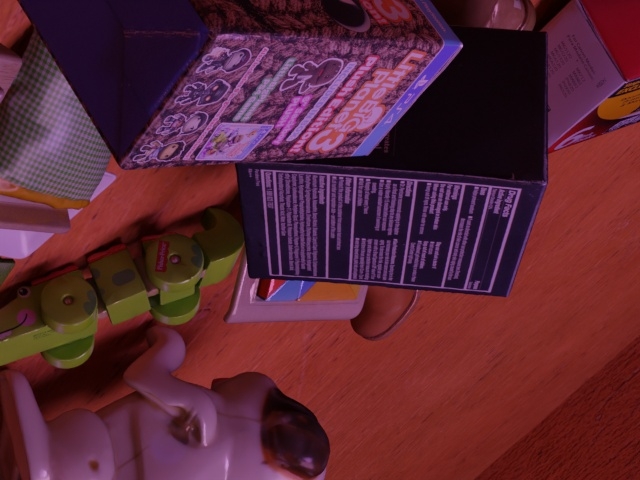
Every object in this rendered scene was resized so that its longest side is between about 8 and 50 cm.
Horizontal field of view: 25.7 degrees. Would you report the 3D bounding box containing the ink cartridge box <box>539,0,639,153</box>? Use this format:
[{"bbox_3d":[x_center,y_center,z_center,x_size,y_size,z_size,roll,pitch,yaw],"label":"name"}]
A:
[{"bbox_3d":[0.421,-0.252,1.768,0.309,0.130,0.272,-20,166,-31],"label":"ink cartridge box"}]

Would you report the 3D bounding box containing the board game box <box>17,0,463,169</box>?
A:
[{"bbox_3d":[-0.072,-0.193,1.116,0.291,0.232,0.141,-8,147,-50],"label":"board game box"}]

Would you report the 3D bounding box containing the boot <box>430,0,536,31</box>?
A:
[{"bbox_3d":[0.081,-0.229,1.473,0.236,0.089,0.269,-40,154,21],"label":"boot"}]

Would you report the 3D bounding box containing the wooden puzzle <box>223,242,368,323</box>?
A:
[{"bbox_3d":[0.000,0.000,1.736,0.221,0.044,0.238,1,114,-43],"label":"wooden puzzle"}]

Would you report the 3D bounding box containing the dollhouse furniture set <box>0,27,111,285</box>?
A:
[{"bbox_3d":[-0.236,-0.071,1.198,0.197,0.151,0.301,-56,153,16],"label":"dollhouse furniture set"}]

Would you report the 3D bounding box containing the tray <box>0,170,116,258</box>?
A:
[{"bbox_3d":[-0.323,-0.050,1.347,0.145,0.030,0.270,-40,158,15],"label":"tray"}]

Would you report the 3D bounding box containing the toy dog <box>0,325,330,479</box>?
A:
[{"bbox_3d":[-0.187,0.298,1.824,0.408,0.395,0.284,-13,143,-24],"label":"toy dog"}]

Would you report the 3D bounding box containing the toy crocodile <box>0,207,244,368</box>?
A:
[{"bbox_3d":[-0.240,0.056,1.617,0.340,0.105,0.115,-22,155,-17],"label":"toy crocodile"}]

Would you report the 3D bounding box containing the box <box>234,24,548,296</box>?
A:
[{"bbox_3d":[0.072,-0.082,1.461,0.294,0.182,0.296,5,156,2],"label":"box"}]

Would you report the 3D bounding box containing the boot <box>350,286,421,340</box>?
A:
[{"bbox_3d":[0.048,0.029,1.907,0.220,0.109,0.283,-6,137,-41],"label":"boot"}]
